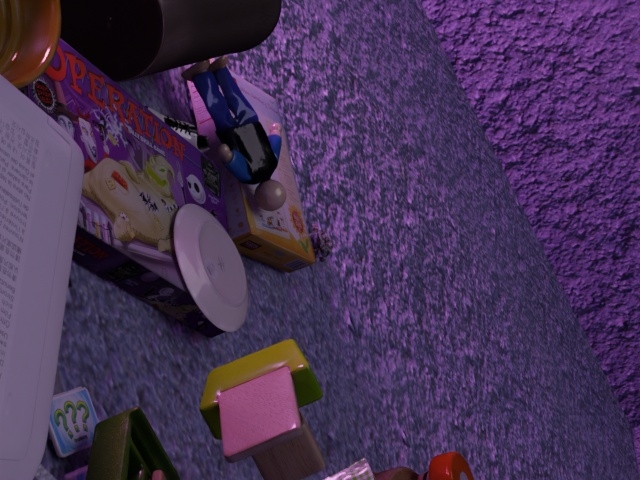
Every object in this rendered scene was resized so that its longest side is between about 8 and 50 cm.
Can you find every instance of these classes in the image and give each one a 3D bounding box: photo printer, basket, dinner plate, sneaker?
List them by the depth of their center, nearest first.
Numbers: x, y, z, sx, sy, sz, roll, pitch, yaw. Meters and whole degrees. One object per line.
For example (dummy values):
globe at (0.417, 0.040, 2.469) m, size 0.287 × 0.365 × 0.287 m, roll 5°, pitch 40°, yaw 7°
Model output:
photo printer at (-0.269, 0.015, 0.761) m, size 0.256 × 0.107 × 0.307 m, roll 43°, pitch 38°, yaw -47°
dinner plate at (-0.107, 0.026, 1.256) m, size 0.141 × 0.017 × 0.141 m, roll 50°, pitch 28°, yaw -39°
basket at (-0.176, -0.258, 1.298) m, size 0.204 × 0.154 × 0.227 m, roll 28°, pitch 27°, yaw 9°
sneaker at (-0.164, -0.123, 1.352) m, size 0.109 × 0.044 × 0.040 m, roll 35°, pitch 40°, yaw -55°

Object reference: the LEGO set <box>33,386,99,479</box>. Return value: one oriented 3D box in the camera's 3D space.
LEGO set at (-0.192, 0.204, 0.919) m, size 0.182 × 0.060 × 0.244 m, roll 69°, pitch 17°, yaw 5°

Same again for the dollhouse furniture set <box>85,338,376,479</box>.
dollhouse furniture set at (-0.039, 0.264, 0.995) m, size 0.151 × 0.197 × 0.301 m, roll -105°, pitch 171°, yaw -64°

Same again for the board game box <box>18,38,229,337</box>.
board game box at (-0.193, -0.053, 1.201) m, size 0.347 × 0.056 × 0.208 m, roll 38°, pitch 32°, yaw -55°

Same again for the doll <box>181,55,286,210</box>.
doll at (-0.088, -0.122, 1.418) m, size 0.129 × 0.046 × 0.189 m, roll -22°, pitch 84°, yaw -55°

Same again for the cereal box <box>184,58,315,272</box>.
cereal box at (-0.086, -0.090, 1.514) m, size 0.173 × 0.047 × 0.240 m, roll 26°, pitch 45°, yaw -60°

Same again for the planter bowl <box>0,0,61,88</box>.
planter bowl at (-0.313, -0.201, 0.948) m, size 0.217 × 0.090 × 0.217 m, roll 35°, pitch 45°, yaw -44°

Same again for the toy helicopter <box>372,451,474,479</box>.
toy helicopter at (0.132, 0.439, 1.420) m, size 0.355 × 0.140 × 0.235 m, roll 69°, pitch 21°, yaw -7°

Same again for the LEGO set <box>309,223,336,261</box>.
LEGO set at (0.000, 0.002, 1.681) m, size 0.054 × 0.023 × 0.083 m, roll 68°, pitch 19°, yaw -3°
